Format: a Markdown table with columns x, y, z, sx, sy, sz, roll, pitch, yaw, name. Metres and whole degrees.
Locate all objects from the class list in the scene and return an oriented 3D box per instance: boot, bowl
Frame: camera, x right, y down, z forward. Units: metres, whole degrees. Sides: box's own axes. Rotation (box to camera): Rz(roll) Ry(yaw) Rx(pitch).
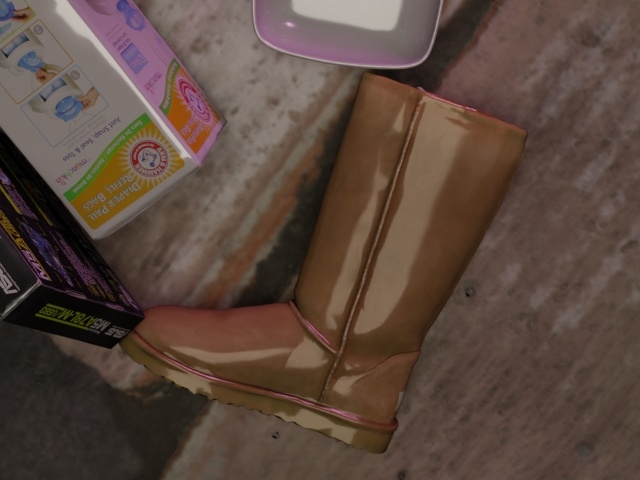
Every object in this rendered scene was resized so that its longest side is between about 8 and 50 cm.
| x | y | z | sx | sy | sz | roll | pitch | yaw | name |
| --- | --- | --- | --- | --- | --- | --- | --- | --- | --- |
| 0.000 | 0.000 | 1.327 | 0.236 | 0.089 | 0.270 | 19 | 99 | -9 | boot |
| 0.023 | -0.202 | 1.302 | 0.142 | 0.053 | 0.142 | 9 | 100 | 0 | bowl |

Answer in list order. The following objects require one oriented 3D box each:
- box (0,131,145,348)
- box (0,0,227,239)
| x | y | z | sx | sy | sz | roll | pitch | yaw | name |
| --- | --- | --- | --- | --- | --- | --- | --- | --- | --- |
| -0.224 | -0.014 | 1.249 | 0.045 | 0.184 | 0.191 | -42 | 73 | 9 | box |
| -0.176 | -0.120 | 1.279 | 0.103 | 0.114 | 0.203 | -34 | 102 | 18 | box |
